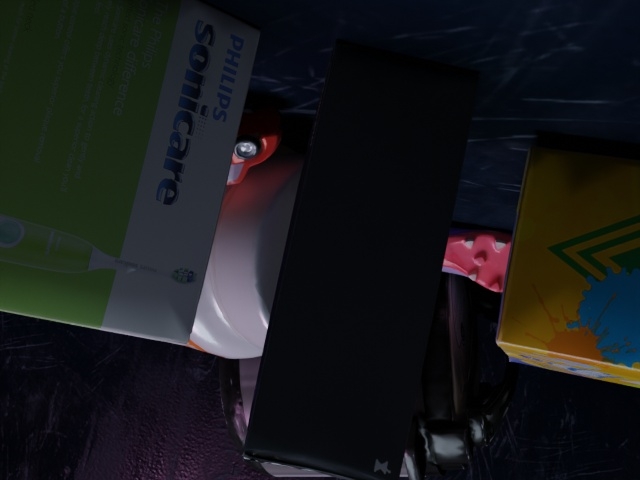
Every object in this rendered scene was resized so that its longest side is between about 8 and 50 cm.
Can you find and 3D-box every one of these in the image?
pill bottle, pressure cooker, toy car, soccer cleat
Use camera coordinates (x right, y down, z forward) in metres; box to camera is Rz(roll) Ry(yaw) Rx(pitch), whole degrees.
[{"bbox_3d":[-0.125,0.003,0.863,0.392,0.224,0.224,6,171,45],"label":"pill bottle"},{"bbox_3d":[0.092,0.177,1.250,0.420,0.370,0.375,-3,169,15],"label":"pressure cooker"},{"bbox_3d":[-0.175,-0.074,0.696,0.225,0.239,0.053,36,147,41],"label":"toy car"},{"bbox_3d":[0.185,0.012,1.084,0.247,0.083,0.095,7,-158,8],"label":"soccer cleat"}]

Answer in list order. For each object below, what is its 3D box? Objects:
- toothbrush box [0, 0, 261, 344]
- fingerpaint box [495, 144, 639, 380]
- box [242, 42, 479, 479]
[{"bbox_3d":[-0.198,-0.069,0.459,0.283,0.206,0.122,16,172,-36],"label":"toothbrush box"},{"bbox_3d":[0.364,0.065,0.741,0.371,0.163,0.445,10,173,17],"label":"fingerpaint box"},{"bbox_3d":[0.022,0.021,0.574,0.103,0.261,0.184,13,173,-4],"label":"box"}]
